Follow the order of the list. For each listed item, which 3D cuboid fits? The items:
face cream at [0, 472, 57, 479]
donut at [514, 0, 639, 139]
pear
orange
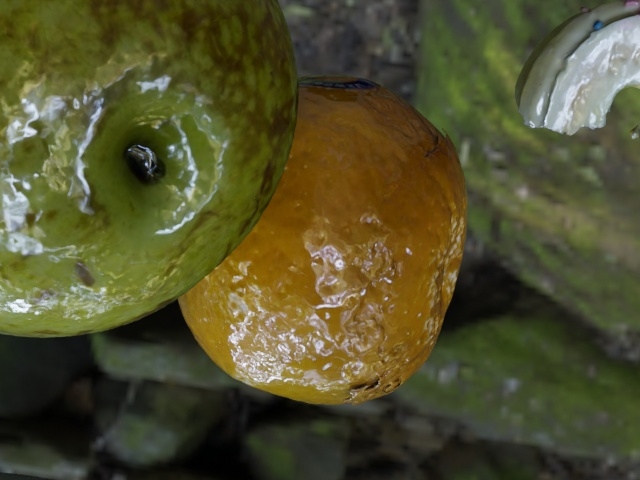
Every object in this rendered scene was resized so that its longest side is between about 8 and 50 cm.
[{"bbox_3d":[-0.037,0.234,0.400,0.219,0.357,0.312,-35,137,1],"label":"face cream"},{"bbox_3d":[0.214,-0.114,1.242,0.166,0.108,0.065,14,-170,-24],"label":"donut"},{"bbox_3d":[-0.155,-0.081,1.014,0.284,0.283,0.283,8,163,2],"label":"pear"},{"bbox_3d":[0.001,0.000,1.188,0.193,0.219,0.219,-6,161,12],"label":"orange"}]
